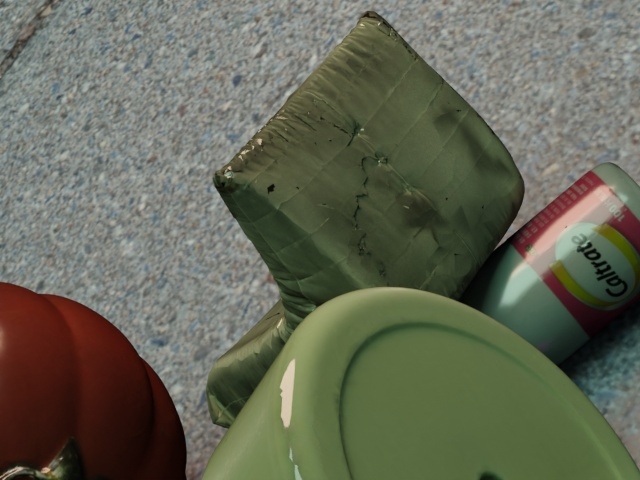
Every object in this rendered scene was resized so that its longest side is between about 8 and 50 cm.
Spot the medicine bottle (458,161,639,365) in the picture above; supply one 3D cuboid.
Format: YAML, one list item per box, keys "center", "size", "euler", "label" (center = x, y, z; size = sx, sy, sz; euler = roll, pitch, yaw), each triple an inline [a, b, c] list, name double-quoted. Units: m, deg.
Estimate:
- center: [0.143, 0.045, 1.242]
  size: [0.217, 0.090, 0.090]
  euler: [-40, 41, 3]
  label: "medicine bottle"

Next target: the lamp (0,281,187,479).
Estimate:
- center: [-0.240, 0.175, 1.254]
  size: [0.303, 0.303, 0.257]
  euler: [-40, 42, 2]
  label: "lamp"

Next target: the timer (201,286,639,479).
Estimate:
- center: [0.009, 0.229, 1.096]
  size: [0.315, 0.291, 0.290]
  euler: [-44, 35, 33]
  label: "timer"

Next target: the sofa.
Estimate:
- center: [0.000, 0.000, 1.252]
  size: [0.210, 0.176, 0.225]
  euler: [-50, 6, -36]
  label: "sofa"
